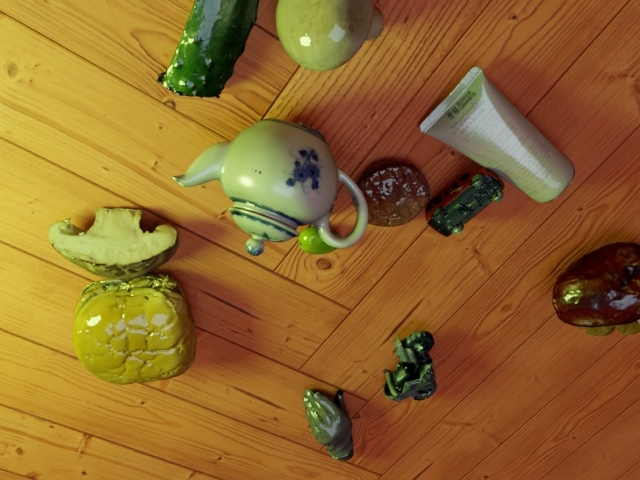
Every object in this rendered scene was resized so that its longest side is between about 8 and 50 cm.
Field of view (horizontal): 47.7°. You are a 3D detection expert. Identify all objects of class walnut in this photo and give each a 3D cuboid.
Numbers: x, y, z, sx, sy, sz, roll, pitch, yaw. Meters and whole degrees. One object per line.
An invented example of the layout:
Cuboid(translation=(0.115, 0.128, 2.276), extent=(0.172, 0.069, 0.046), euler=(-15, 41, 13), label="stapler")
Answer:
Cuboid(translation=(0.737, 0.137, 1.847), extent=(0.269, 0.222, 0.244), euler=(-21, 118, 25), label="walnut")

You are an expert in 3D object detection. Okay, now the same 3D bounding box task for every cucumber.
Cuboid(translation=(-0.195, -0.425, 1.396), extent=(0.145, 0.105, 0.325), euler=(19, 117, -19), label="cucumber")

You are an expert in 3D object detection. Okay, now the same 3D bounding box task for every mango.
Cuboid(translation=(0.000, 0.000, 1.739), extent=(0.108, 0.056, 0.073), euler=(2, 130, -12), label="mango")

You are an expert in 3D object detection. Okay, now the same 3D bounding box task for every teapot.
Cuboid(translation=(-0.095, -0.100, 1.518), extent=(0.424, 0.252, 0.280), euler=(20, 84, -15), label="teapot")

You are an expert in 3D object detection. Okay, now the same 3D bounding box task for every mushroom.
Cuboid(translation=(0.016, -0.437, 1.385), extent=(0.206, 0.209, 0.206), euler=(15, 127, 21), label="mushroom")
Cuboid(translation=(-0.468, 0.024, 1.660), extent=(0.285, 0.156, 0.151), euler=(3, 149, -6), label="mushroom")

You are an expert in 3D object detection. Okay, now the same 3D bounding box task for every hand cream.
Cuboid(translation=(0.412, -0.220, 1.626), extent=(0.358, 0.118, 0.185), euler=(34, 121, -18), label="hand cream")

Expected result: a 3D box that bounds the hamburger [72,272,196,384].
Cuboid(translation=(-0.455, 0.218, 1.766), extent=(0.318, 0.158, 0.319), euler=(-4, 123, -6), label="hamburger")

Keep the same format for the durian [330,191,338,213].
Cuboid(translation=(-0.005, -0.096, 1.666), extent=(0.110, 0.071, 0.140), euler=(28, 111, -24), label="durian")

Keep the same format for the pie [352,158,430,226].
Cuboid(translation=(0.164, -0.108, 1.692), extent=(0.182, 0.050, 0.182), euler=(-3, 125, -4), label="pie")

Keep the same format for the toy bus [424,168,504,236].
Cuboid(translation=(0.334, -0.098, 1.683), extent=(0.081, 0.089, 0.195), euler=(32, 123, -24), label="toy bus")

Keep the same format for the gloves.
Cuboid(translation=(0.037, 0.527, 2.089), extent=(0.142, 0.119, 0.285), euler=(-40, 122, -18), label="gloves")

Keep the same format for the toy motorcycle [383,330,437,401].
Cuboid(translation=(0.243, 0.356, 1.991), extent=(0.159, 0.106, 0.270), euler=(-16, 129, -4), label="toy motorcycle")
